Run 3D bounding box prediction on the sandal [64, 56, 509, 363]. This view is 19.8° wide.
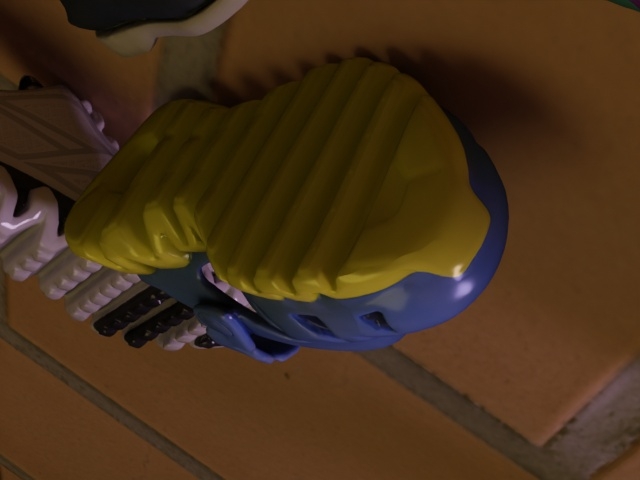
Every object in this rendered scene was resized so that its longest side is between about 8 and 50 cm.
[{"bbox_3d":[0.000,0.000,0.864,0.138,0.126,0.317,42,166,-22],"label":"sandal"}]

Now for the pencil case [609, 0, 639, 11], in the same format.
[{"bbox_3d":[0.086,-0.109,0.567,0.151,0.064,0.070,24,171,28],"label":"pencil case"}]

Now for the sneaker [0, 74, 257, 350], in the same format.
[{"bbox_3d":[-0.135,-0.024,1.035,0.292,0.118,0.110,26,148,-29],"label":"sneaker"}]

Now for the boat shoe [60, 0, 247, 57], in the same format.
[{"bbox_3d":[-0.063,-0.135,0.709,0.079,0.095,0.254,31,170,-17],"label":"boat shoe"}]
